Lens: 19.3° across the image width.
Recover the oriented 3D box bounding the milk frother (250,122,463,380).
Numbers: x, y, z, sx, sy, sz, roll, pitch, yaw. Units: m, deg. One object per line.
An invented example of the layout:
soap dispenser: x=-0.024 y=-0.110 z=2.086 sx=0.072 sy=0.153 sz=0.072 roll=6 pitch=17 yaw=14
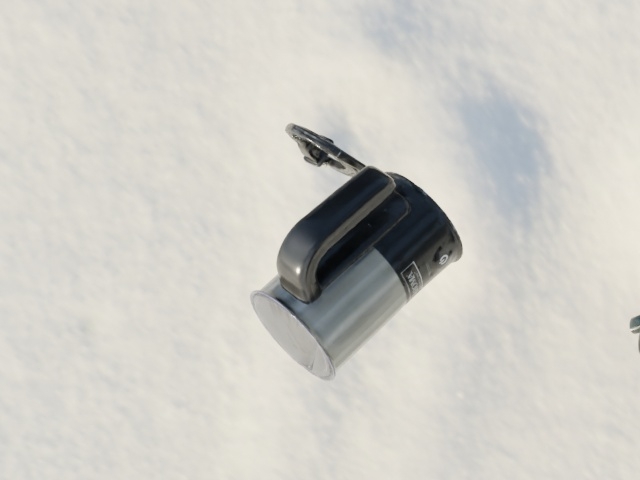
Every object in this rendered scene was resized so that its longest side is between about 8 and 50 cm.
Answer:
milk frother: x=0.000 y=0.000 z=1.334 sx=0.135 sy=0.129 sz=0.143 roll=-42 pitch=38 yaw=-18

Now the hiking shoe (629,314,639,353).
hiking shoe: x=0.371 y=0.133 z=1.537 sx=0.113 sy=0.304 sz=0.132 roll=-41 pitch=12 yaw=50
